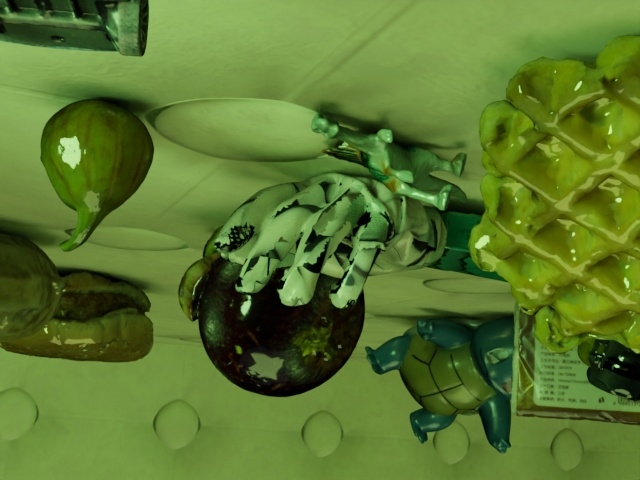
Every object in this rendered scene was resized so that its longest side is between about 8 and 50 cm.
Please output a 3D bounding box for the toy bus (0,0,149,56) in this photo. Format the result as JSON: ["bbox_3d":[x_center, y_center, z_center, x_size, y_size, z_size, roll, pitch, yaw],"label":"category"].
[{"bbox_3d":[-0.094,-0.120,0.287,0.073,0.076,0.167,4,167,-5],"label":"toy bus"}]

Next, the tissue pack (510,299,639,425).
[{"bbox_3d":[0.386,0.166,1.269,0.226,0.183,0.092,2,173,12],"label":"tissue pack"}]

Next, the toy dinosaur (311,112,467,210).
[{"bbox_3d":[0.052,-0.055,0.667,0.106,0.044,0.187,15,-176,13],"label":"toy dinosaur"}]

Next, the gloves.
[{"bbox_3d":[0.004,-0.007,0.749,0.212,0.111,0.128,11,-166,-45],"label":"gloves"}]

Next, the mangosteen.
[{"bbox_3d":[-0.061,0.063,0.968,0.217,0.192,0.192,26,-176,37],"label":"mangosteen"}]

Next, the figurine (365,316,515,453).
[{"bbox_3d":[0.250,0.254,1.692,0.243,0.297,0.416,-28,-175,-24],"label":"figurine"}]

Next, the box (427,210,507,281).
[{"bbox_3d":[0.200,0.017,0.898,0.227,0.042,0.161,11,171,-13],"label":"box"}]

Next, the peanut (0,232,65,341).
[{"bbox_3d":[-0.420,0.043,1.057,0.153,0.140,0.325,7,168,15],"label":"peanut"}]

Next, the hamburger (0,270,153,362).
[{"bbox_3d":[-0.413,0.134,1.507,0.260,0.144,0.283,-4,172,22],"label":"hamburger"}]

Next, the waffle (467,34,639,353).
[{"bbox_3d":[0.217,-0.014,0.510,0.291,0.051,0.291,12,141,10],"label":"waffle"}]

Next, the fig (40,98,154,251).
[{"bbox_3d":[-0.154,-0.047,0.613,0.084,0.098,0.082,-18,157,32],"label":"fig"}]

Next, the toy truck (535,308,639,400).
[{"bbox_3d":[0.384,0.100,1.113,0.224,0.147,0.165,9,-168,-37],"label":"toy truck"}]
